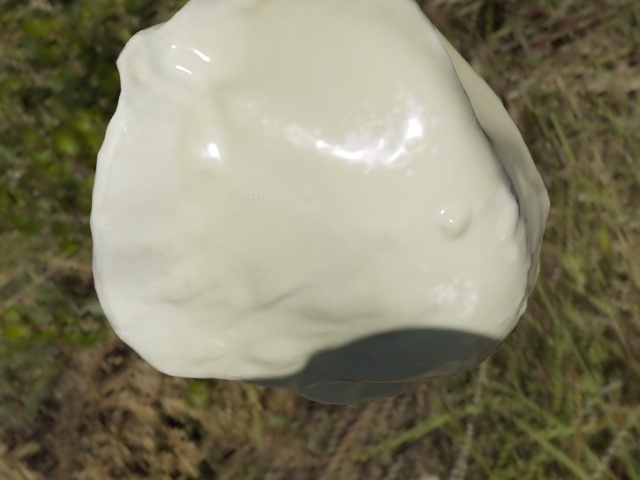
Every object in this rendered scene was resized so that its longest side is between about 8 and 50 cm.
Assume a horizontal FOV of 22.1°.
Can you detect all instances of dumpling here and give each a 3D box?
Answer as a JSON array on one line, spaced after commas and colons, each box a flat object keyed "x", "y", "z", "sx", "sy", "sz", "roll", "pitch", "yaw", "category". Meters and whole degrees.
[{"x": 0.000, "y": 0.000, "z": 0.911, "sx": 0.243, "sy": 0.318, "sz": 0.187, "roll": -30, "pitch": 33, "yaw": -19, "category": "dumpling"}]
